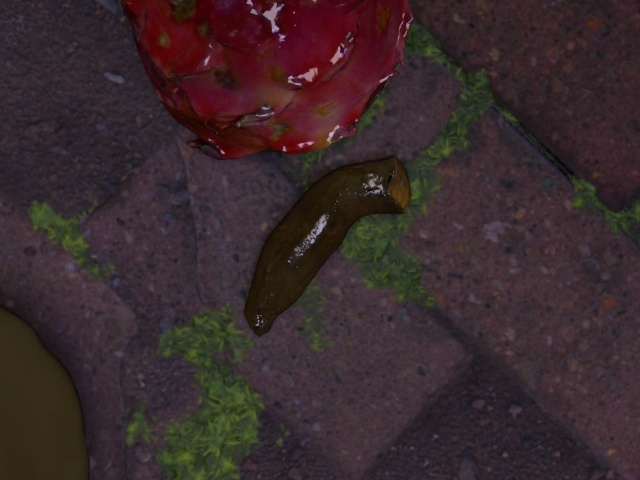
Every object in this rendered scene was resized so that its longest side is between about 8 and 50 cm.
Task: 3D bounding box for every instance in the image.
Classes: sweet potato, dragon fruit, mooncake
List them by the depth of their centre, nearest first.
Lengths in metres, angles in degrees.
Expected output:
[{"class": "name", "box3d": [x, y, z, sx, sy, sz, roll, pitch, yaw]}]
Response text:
[{"class": "mooncake", "box3d": [-0.469, 0.240, 1.696, 0.379, 0.201, 0.378, -1, 91, -32]}, {"class": "dragon fruit", "box3d": [-0.067, -0.287, 1.758, 0.371, 0.249, 0.386, 19, 88, 0]}, {"class": "sweet potato", "box3d": [0.001, 0.001, 1.839, 0.112, 0.085, 0.285, 41, 89, -9]}]
